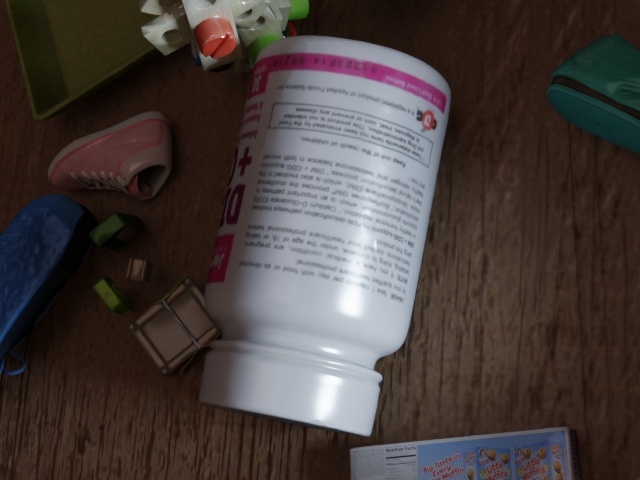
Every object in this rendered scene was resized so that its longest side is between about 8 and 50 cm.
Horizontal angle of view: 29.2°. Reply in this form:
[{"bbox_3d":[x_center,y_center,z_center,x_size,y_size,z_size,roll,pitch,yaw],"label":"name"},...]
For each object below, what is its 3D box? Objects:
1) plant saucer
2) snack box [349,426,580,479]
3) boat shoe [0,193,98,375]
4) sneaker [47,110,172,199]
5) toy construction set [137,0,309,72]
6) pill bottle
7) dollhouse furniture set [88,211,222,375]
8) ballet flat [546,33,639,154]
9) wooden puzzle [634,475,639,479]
[{"bbox_3d":[-0.215,-0.228,1.209,0.188,0.045,0.188,-29,63,20],"label":"plant saucer"},{"bbox_3d":[0.106,0.180,0.922,0.178,0.022,0.064,-10,70,26],"label":"snack box"},{"bbox_3d":[-0.295,0.073,1.144,0.258,0.089,0.109,-41,73,7],"label":"boat shoe"},{"bbox_3d":[-0.195,-0.063,1.144,0.134,0.051,0.070,-24,60,17],"label":"sneaker"},{"bbox_3d":[-0.080,-0.267,1.041,0.151,0.215,0.328,3,59,-12],"label":"toy construction set"},{"bbox_3d":[0.000,0.000,0.953,0.160,0.160,0.283,5,78,30],"label":"pill bottle"},{"bbox_3d":[-0.147,0.047,1.103,0.076,0.058,0.152,-40,79,5],"label":"dollhouse furniture set"},{"bbox_3d":[0.277,-0.078,0.873,0.087,0.083,0.247,-47,60,-7],"label":"ballet flat"},{"bbox_3d":[0.223,0.294,0.680,0.322,0.348,0.080,36,127,32],"label":"wooden puzzle"}]
